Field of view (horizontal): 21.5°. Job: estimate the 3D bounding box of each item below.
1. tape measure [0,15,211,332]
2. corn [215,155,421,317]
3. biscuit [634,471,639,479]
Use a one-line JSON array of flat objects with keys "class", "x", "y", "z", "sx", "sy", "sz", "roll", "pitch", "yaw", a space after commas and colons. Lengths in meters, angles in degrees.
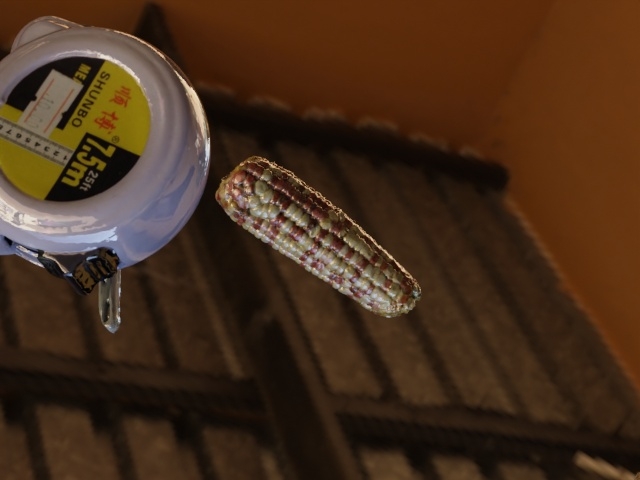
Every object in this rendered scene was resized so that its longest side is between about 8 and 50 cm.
[{"class": "tape measure", "x": -0.169, "y": -0.055, "z": 1.201, "sx": 0.178, "sy": 0.196, "sz": 0.105, "roll": 28, "pitch": 165, "yaw": 18}, {"class": "corn", "x": 0.000, "y": 0.000, "z": 1.728, "sx": 0.237, "sy": 0.079, "sz": 0.079, "roll": 38, "pitch": -151, "yaw": 0}, {"class": "biscuit", "x": 0.356, "y": 0.108, "z": 1.374, "sx": 0.054, "sy": 0.094, "sz": 0.379, "roll": 39, "pitch": -129, "yaw": 10}]
